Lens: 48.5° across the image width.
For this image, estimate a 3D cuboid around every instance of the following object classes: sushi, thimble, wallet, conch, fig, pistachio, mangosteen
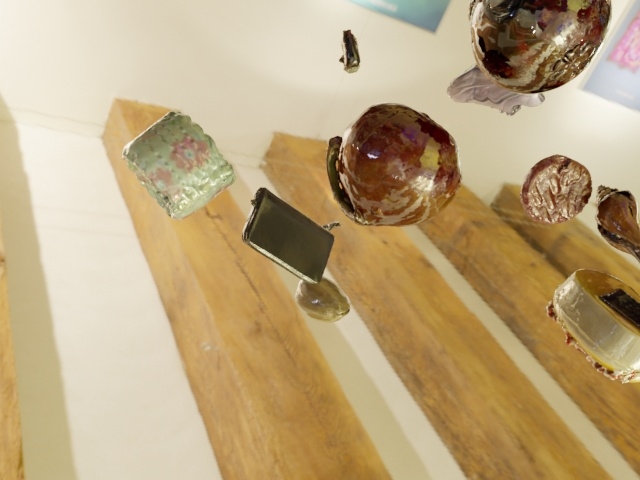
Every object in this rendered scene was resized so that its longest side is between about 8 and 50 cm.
[{"bbox_3d":[0.055,-0.376,1.406,0.044,0.083,0.046,-10,174,4],"label":"sushi"},{"bbox_3d":[-0.265,-0.137,1.354,0.149,0.185,0.211,-40,-137,-14],"label":"thimble"},{"bbox_3d":[-0.076,-0.007,1.643,0.250,0.044,0.149,32,-117,-33],"label":"wallet"},{"bbox_3d":[0.591,-0.033,1.406,0.080,0.086,0.233,9,-125,-4],"label":"conch"},{"bbox_3d":[0.106,-0.105,1.061,0.205,0.205,0.205,20,-154,-10],"label":"fig"},{"bbox_3d":[0.005,0.151,1.820,0.126,0.108,0.185,-13,-151,-27],"label":"pistachio"},{"bbox_3d":[0.296,-0.307,0.984,0.209,0.210,0.210,20,-154,-10],"label":"mangosteen"}]

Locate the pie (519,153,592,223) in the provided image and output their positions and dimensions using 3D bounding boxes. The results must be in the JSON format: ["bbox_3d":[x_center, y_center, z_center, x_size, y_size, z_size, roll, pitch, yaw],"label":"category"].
[{"bbox_3d":[0.478,-0.102,1.438,0.154,0.154,0.036,18,-167,-15],"label":"pie"}]

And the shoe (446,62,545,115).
[{"bbox_3d":[0.377,-0.326,1.528,0.095,0.245,0.138,-33,-82,-25],"label":"shoe"}]

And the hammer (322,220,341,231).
[{"bbox_3d":[0.000,0.000,2.111,0.021,0.078,0.201,58,-138,-17],"label":"hammer"}]

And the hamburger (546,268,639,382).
[{"bbox_3d":[0.679,0.199,1.671,0.227,0.151,0.295,-1,-144,-29],"label":"hamburger"}]
